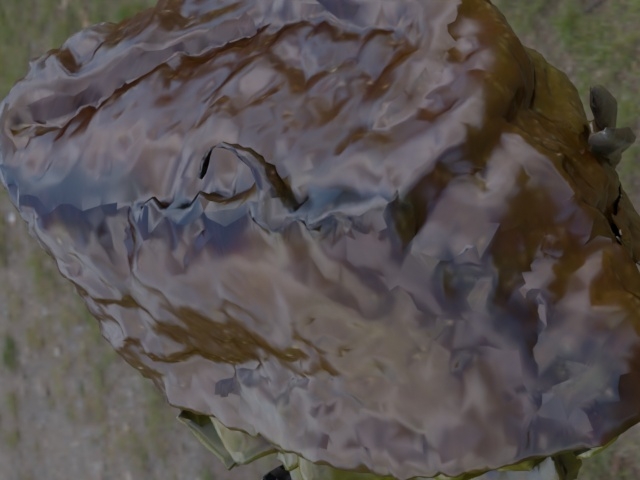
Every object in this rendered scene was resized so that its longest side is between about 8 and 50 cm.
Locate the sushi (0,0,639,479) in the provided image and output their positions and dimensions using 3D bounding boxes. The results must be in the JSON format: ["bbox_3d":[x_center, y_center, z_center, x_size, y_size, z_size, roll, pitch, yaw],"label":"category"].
[{"bbox_3d":[0.002,0.002,0.476,0.296,0.179,0.167,4,56,37],"label":"sushi"}]
